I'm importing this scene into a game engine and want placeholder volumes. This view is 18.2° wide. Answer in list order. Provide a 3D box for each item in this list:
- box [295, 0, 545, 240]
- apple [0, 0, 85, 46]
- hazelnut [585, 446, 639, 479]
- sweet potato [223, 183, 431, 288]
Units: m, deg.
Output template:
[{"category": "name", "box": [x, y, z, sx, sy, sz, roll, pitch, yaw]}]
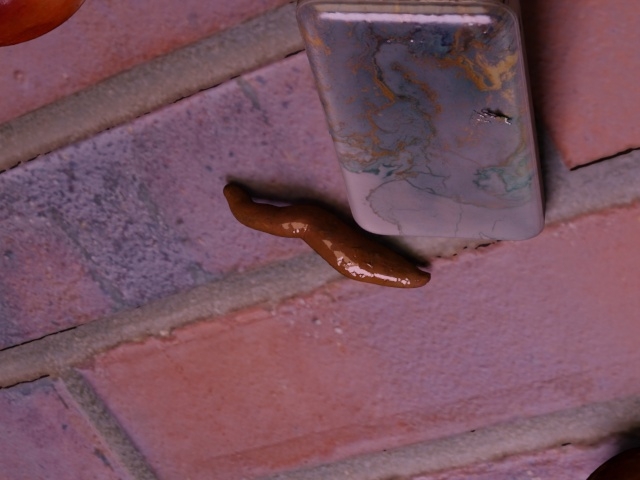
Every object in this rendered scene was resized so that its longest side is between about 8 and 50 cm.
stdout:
[{"category": "box", "box": [0.074, -0.084, 1.353, 0.142, 0.044, 0.285, 4, 150, 13]}, {"category": "apple", "box": [-0.236, -0.215, 1.422, 0.139, 0.163, 0.163, -37, 102, 30]}, {"category": "hazelnut", "box": [0.261, 0.231, 1.511, 0.154, 0.143, 0.143, 34, 135, 0]}, {"category": "sweet potato", "box": [0.002, -0.004, 1.539, 0.179, 0.044, 0.044, 23, 133, 10]}]
